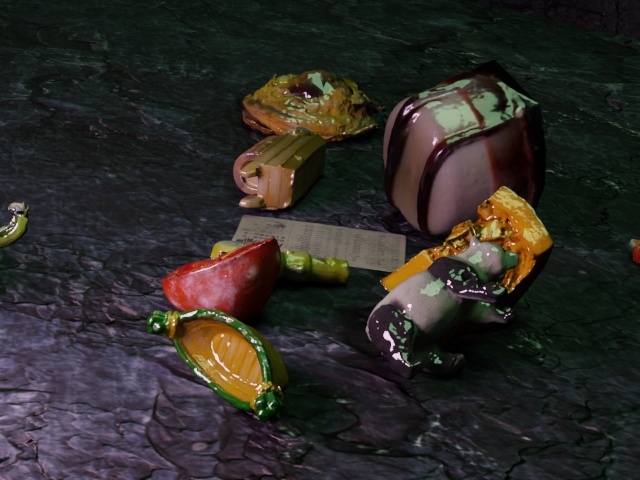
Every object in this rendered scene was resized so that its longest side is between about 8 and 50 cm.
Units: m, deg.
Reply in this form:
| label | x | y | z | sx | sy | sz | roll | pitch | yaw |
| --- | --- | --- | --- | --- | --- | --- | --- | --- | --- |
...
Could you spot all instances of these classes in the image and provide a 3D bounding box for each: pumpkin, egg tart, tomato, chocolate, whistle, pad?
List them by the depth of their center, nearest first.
| label | x | y | z | sx | sy | sz | roll | pitch | yaw |
| --- | --- | --- | --- | --- | --- | --- | --- | --- | --- |
| tomato | -0.120 | 0.061 | 1.558 | 0.159 | 0.091 | 0.139 | -16 | 5 | 18 |
| pumpkin | 0.195 | 0.054 | 1.621 | 0.248 | 0.126 | 0.131 | -34 | 73 | -16 |
| whistle | -0.057 | 0.039 | 1.687 | 0.198 | 0.057 | 0.104 | 9 | 5 | -15 |
| pad | 0.000 | 0.001 | 1.847 | 0.265 | 0.009 | 0.159 | 8 | 21 | 2 |
| chocolate | 0.205 | -0.133 | 1.904 | 0.186 | 0.284 | 0.283 | -7 | 25 | -27 |
| egg tart | -0.012 | -0.280 | 2.401 | 0.297 | 0.132 | 0.297 | 7 | 16 | -2 |

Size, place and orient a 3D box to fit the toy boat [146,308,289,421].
| label | x | y | z | sx | sy | sz | roll | pitch | yaw |
| --- | --- | --- | --- | --- | --- | --- | --- | --- | --- |
| toy boat | -0.105 | 0.137 | 1.364 | 0.229 | 0.089 | 0.088 | 30 | 17 | 38 |

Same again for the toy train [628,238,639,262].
| label | x | y | z | sx | sy | sz | roll | pitch | yaw |
| --- | --- | --- | --- | --- | --- | --- | --- | --- | --- |
| toy train | 0.527 | 0.027 | 1.890 | 0.064 | 0.044 | 0.103 | 2 | 20 | -4 |

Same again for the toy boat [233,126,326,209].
| label | x | y | z | sx | sy | sz | roll | pitch | yaw |
| --- | --- | --- | --- | --- | --- | --- | --- | --- | --- |
| toy boat | -0.071 | -0.126 | 2.033 | 0.115 | 0.089 | 0.310 | 8 | 22 | 12 |

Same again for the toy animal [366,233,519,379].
| label | x | y | z | sx | sy | sz | roll | pitch | yaw |
| --- | --- | --- | --- | --- | --- | --- | --- | --- | --- |
| toy animal | 0.158 | 0.080 | 1.495 | 0.225 | 0.094 | 0.121 | -39 | 56 | -9 |

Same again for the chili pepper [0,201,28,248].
| label | x | y | z | sx | sy | sz | roll | pitch | yaw |
| --- | --- | --- | --- | --- | --- | --- | --- | --- | --- |
| chili pepper | -0.496 | -0.004 | 1.488 | 0.261 | 0.174 | 0.165 | 3 | 25 | 6 |
